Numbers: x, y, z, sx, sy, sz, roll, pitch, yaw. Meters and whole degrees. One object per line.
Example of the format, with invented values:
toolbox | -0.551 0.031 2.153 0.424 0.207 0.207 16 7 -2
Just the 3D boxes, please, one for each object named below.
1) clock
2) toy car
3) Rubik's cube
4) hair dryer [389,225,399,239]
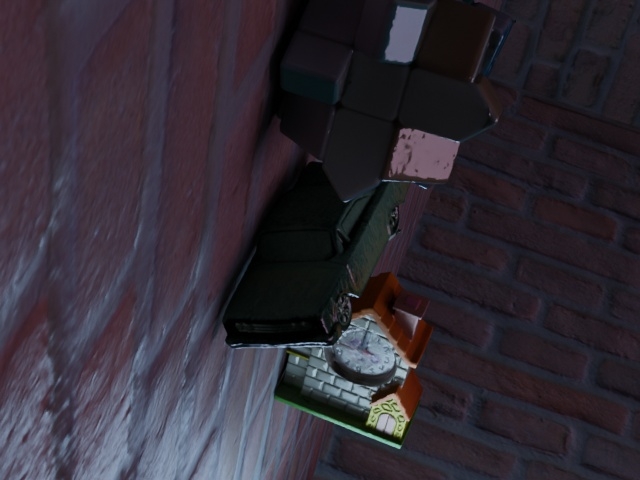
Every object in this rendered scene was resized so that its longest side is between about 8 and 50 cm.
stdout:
clock | 0.061 0.166 2.093 0.106 0.220 0.255 -61 167 -47
toy car | -0.005 0.001 1.552 0.320 0.141 0.097 -62 141 -48
Rubik's cube | 0.079 -0.172 1.348 0.265 0.224 0.213 -67 173 19
hair dryer | 0.126 -0.117 2.451 0.131 0.073 0.236 55 52 -80
